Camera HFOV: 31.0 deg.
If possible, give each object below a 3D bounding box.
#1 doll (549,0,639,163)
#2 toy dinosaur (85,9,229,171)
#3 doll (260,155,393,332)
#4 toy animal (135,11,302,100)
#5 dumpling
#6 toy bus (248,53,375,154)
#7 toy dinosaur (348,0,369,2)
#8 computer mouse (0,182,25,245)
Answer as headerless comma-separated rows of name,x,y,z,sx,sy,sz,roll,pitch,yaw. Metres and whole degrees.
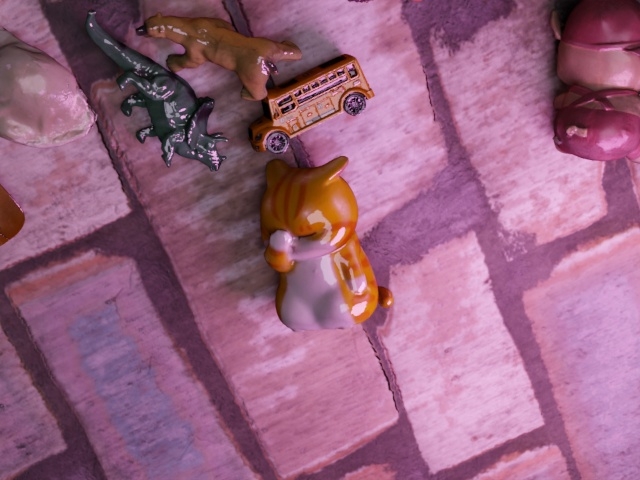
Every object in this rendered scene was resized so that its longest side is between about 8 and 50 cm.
doll,0.446,-0.250,1.781,0.196,0.152,0.255,4,96,-5
toy dinosaur,-0.249,-0.201,1.665,0.292,0.079,0.120,36,91,-24
doll,-0.002,0.017,1.755,0.167,0.162,0.269,-5,118,20
toy animal,-0.145,-0.273,1.635,0.219,0.101,0.103,22,90,7
dumpling,-0.411,-0.204,1.606,0.136,0.118,0.199,-42,91,0
toy bus,-0.024,-0.203,1.716,0.194,0.083,0.088,-27,109,-7
toy dinosaur,0.041,-0.439,1.678,0.139,0.070,0.286,-38,113,24
computer mouse,-0.513,-0.071,1.658,0.102,0.045,0.199,-35,112,2
